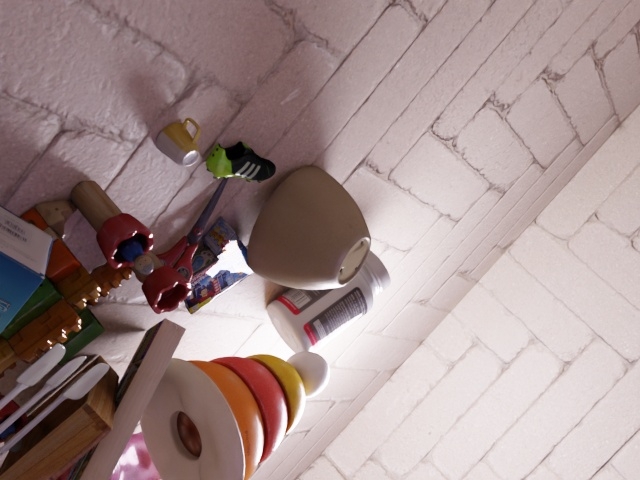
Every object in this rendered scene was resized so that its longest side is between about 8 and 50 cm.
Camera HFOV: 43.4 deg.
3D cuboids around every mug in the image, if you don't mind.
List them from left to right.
[{"bbox_3d":[-0.243,-0.167,1.400,0.062,0.064,0.078,-26,149,-33],"label":"mug"}]

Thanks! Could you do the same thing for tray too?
[{"bbox_3d":[-0.491,0.353,1.547,0.203,0.076,0.411,-41,-169,-7],"label":"tray"}]

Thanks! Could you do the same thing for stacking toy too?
[{"bbox_3d":[-0.155,0.390,1.917,0.480,0.350,0.350,-16,143,-44],"label":"stacking toy"}]

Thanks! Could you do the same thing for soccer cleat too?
[{"bbox_3d":[-0.145,-0.155,1.573,0.179,0.060,0.072,-4,132,-50],"label":"soccer cleat"}]

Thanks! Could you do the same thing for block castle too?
[{"bbox_3d":[-0.459,0.140,1.375,0.453,0.213,0.303,-39,154,-11],"label":"block castle"}]

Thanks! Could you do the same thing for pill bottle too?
[{"bbox_3d":[0.029,0.158,2.164,0.319,0.176,0.176,-35,153,-19],"label":"pill bottle"}]

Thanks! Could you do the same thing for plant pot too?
[{"bbox_3d":[0.000,0.000,1.798,0.284,0.191,0.284,-44,152,-31],"label":"plant pot"}]

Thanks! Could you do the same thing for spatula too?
[{"bbox_3d":[-0.466,0.267,1.292,0.242,0.019,0.168,-43,157,-3],"label":"spatula"}]

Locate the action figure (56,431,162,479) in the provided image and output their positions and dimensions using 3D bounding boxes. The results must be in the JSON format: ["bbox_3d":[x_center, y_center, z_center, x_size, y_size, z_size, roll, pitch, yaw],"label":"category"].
[{"bbox_3d":[-0.519,0.548,1.863,0.248,0.275,0.370,-39,169,3],"label":"action figure"}]

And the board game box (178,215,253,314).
[{"bbox_3d":[-0.231,0.045,1.745,0.194,0.060,0.194,-34,152,-20],"label":"board game box"}]

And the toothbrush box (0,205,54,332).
[{"bbox_3d":[-0.535,0.071,1.069,0.216,0.126,0.295,35,104,-24],"label":"toothbrush box"}]

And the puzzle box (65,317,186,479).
[{"bbox_3d":[-0.409,0.359,1.632,0.408,0.052,0.272,-65,-167,-20],"label":"puzzle box"}]

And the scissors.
[{"bbox_3d":[-0.254,0.000,1.635,0.297,0.021,0.109,-47,115,-1],"label":"scissors"}]
